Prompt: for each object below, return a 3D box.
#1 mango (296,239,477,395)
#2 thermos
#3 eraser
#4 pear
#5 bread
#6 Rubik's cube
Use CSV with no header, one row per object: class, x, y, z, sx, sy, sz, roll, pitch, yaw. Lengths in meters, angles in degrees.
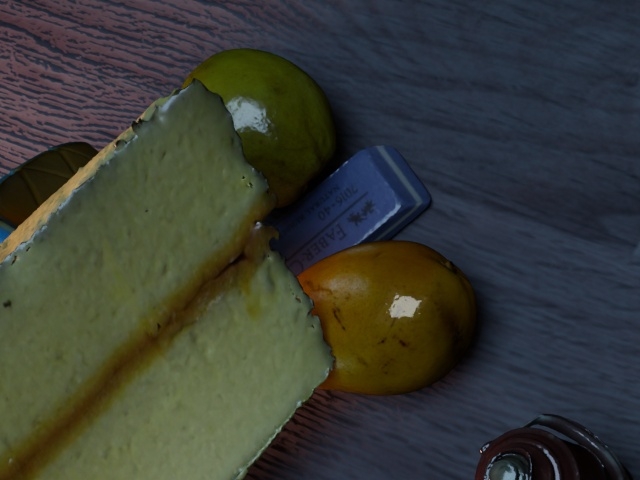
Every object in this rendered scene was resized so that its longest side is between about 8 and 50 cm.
mango,0.041,0.076,1.597,0.219,0.112,0.145,-13,81,25
thermos,0.186,0.211,1.423,0.099,0.232,0.124,41,97,28
eraser,0.000,0.000,1.680,0.225,0.036,0.082,-40,62,13
pear,-0.061,-0.107,1.679,0.162,0.149,0.149,43,98,18
bread,-0.177,0.128,1.524,0.405,0.242,0.346,-31,108,33
Rubik's cube,-0.285,0.009,1.766,0.254,0.254,0.255,-7,74,25
